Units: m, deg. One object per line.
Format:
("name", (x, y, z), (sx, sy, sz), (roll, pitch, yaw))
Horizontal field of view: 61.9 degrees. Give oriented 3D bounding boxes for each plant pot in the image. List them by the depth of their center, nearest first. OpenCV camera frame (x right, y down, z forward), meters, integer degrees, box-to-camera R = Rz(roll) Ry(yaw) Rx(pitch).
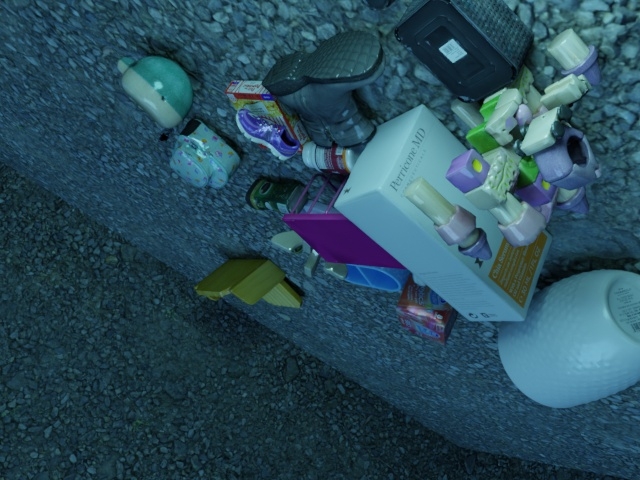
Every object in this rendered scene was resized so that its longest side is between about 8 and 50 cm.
("plant pot", (-0.086, 0.014, 1.869), (0.083, 0.083, 0.079), (25, 168, 11))

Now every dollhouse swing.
("dollhouse swing", (-0.311, 0.253, 2.370), (0.346, 0.315, 0.305), (-2, 122, 50))

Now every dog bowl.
("dog bowl", (0.157, 0.089, 1.736), (0.297, 0.074, 0.166), (8, 149, 40))

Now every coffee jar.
("coffee jar", (-0.135, -0.130, 1.595), (0.184, 0.096, 0.079), (12, 149, 36))

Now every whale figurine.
("whale figurine", (-0.418, -0.397, 1.374), (0.216, 0.141, 0.272), (46, 176, -33))

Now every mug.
("mug", (0.656, 0.214, 1.225), (0.373, 0.276, 0.328), (2, 152, -12))

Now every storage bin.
("storage bin", (0.220, -0.314, 0.823), (0.180, 0.084, 0.122), (36, 156, -18))

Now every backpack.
("backpack", (-0.336, -0.236, 1.556), (0.188, 0.144, 0.166), (32, 152, -14))

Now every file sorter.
("file sorter", (0.094, -0.064, 1.355), (0.290, 0.182, 0.202), (3, 146, 48))

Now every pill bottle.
("pill bottle", (0.034, -0.203, 1.264), (0.152, 0.086, 0.086), (10, 150, 40))

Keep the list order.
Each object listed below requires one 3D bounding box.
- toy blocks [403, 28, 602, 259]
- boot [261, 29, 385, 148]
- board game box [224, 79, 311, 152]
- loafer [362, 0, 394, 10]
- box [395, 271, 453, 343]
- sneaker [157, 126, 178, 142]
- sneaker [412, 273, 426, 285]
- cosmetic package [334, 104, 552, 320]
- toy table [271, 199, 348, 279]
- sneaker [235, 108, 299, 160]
("toy blocks", (0.350, -0.114, 0.837), (0.260, 0.289, 0.309), (40, 152, -15))
("boot", (0.052, -0.285, 1.071), (0.222, 0.118, 0.338), (42, 165, -34))
("board game box", (-0.124, -0.300, 1.297), (0.146, 0.045, 0.193), (13, 152, 34))
("loafer", (0.024, -0.449, 0.755), (0.109, 0.095, 0.302), (10, 150, 38))
("box", (0.334, 0.206, 1.626), (0.154, 0.142, 0.300), (20, 166, 19))
("sneaker", (-0.480, -0.322, 1.633), (0.038, 0.069, 0.098), (40, 155, -22))
("sneaker", (0.297, 0.034, 1.364), (0.092, 0.087, 0.229), (21, 130, 15))
("cosmetic package", (0.275, -0.039, 1.140), (0.453, 0.230, 0.161), (38, 155, -21))
("toy table", (0.000, 0.000, 1.627), (0.274, 0.161, 0.252), (21, 155, 22))
("sneaker", (-0.119, -0.261, 1.255), (0.169, 0.068, 0.071), (30, 143, -24))
